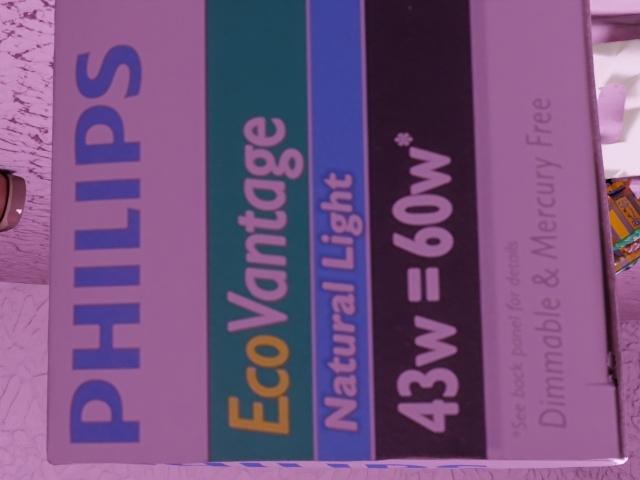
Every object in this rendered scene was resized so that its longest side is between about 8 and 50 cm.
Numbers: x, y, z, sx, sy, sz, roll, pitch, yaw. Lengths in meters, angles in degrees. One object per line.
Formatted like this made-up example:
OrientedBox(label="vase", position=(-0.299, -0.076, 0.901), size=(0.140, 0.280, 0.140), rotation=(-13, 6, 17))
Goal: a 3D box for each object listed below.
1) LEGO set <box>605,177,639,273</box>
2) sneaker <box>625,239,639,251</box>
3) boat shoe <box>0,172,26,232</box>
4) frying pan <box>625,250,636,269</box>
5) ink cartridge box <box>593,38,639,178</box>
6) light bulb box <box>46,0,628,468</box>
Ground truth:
OrientedBox(label="LEGO set", position=(0.329, -0.043, 1.401), size=(0.255, 0.192, 0.331), rotation=(-41, 161, 33))
OrientedBox(label="sneaker", position=(0.370, -0.033, 1.639), size=(0.275, 0.107, 0.110), rotation=(3, -168, 21))
OrientedBox(label="boat shoe", position=(-0.549, -0.047, 1.589), size=(0.104, 0.110, 0.307), rotation=(12, 157, -34))
OrientedBox(label="frying pan", position=(0.509, 0.038, 2.161), size=(0.326, 0.053, 0.197), rotation=(1, 171, -23))
OrientedBox(label="ink cartridge box", position=(0.344, -0.104, 0.916), size=(0.235, 0.056, 0.171), rotation=(-7, 138, 4))
OrientedBox(label="light bulb box", position=(0.022, -0.061, 0.581), size=(0.225, 0.358, 0.361), rotation=(-2, 172, 7))
